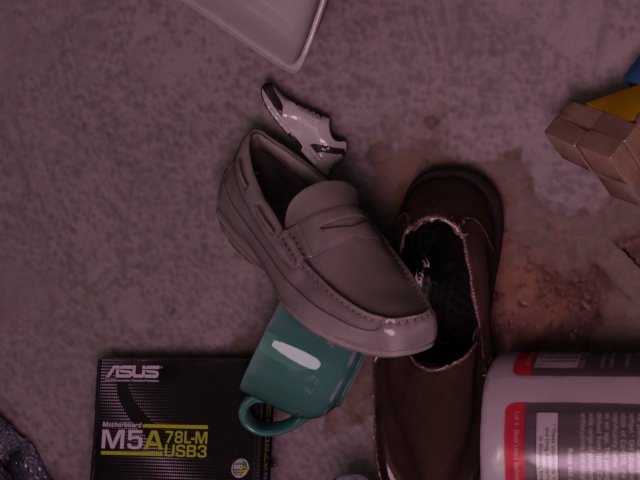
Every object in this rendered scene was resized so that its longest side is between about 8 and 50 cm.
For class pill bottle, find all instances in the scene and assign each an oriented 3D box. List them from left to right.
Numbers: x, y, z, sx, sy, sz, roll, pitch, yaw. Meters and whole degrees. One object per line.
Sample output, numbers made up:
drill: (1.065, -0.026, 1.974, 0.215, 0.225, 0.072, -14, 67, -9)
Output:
pill bottle: (0.316, 0.189, 1.420, 0.318, 0.176, 0.176, -1, 101, 18)

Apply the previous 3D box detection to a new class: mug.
mug: (-0.012, 0.116, 1.527, 0.097, 0.129, 0.158, 25, 143, 1)

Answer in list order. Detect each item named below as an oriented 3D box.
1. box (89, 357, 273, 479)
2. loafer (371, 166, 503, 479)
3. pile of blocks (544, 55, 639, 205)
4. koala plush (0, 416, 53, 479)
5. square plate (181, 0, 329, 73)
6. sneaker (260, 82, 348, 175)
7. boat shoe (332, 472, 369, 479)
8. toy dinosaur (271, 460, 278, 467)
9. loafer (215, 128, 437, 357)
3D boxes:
box: (-0.143, 0.213, 1.607, 0.190, 0.045, 0.184, 0, 81, 18)
loafer: (0.100, 0.117, 1.496, 0.133, 0.130, 0.366, 2, 102, 17)
pile of blocks: (0.389, -0.125, 1.384, 0.362, 0.149, 0.112, -13, 141, 28)
koala plush: (-0.412, 0.283, 1.642, 0.196, 0.221, 0.203, -22, 94, 21)
square plate: (-0.065, -0.379, 1.427, 0.344, 0.049, 0.347, 36, 114, 33)
sneaker: (-0.016, -0.117, 1.536, 0.044, 0.040, 0.109, -41, 92, 6)
boat shoe: (0.038, 0.327, 1.556, 0.075, 0.083, 0.226, -3, 121, 34)
toy dinosaur: (-0.058, 0.295, 1.624, 0.268, 0.064, 0.118, 32, 116, 12)
loafer: (0.000, 0.000, 1.439, 0.319, 0.112, 0.111, 39, 130, 44)
